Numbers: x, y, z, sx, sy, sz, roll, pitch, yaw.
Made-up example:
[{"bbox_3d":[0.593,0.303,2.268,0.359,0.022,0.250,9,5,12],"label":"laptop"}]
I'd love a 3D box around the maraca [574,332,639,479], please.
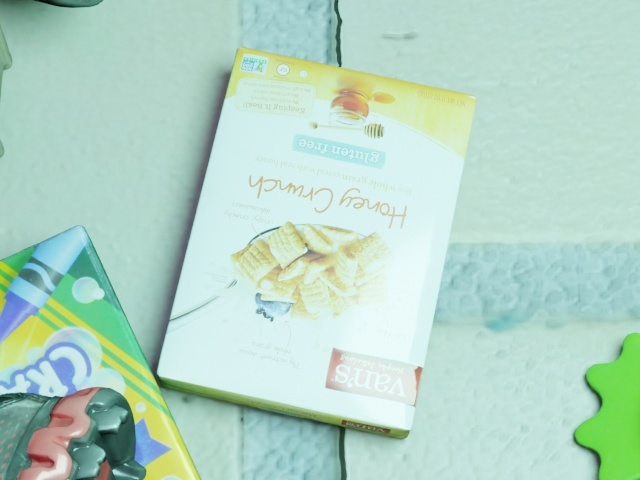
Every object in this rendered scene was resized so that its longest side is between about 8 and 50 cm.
[{"bbox_3d":[0.257,0.117,0.973,0.185,0.099,0.127,5,69,28],"label":"maraca"}]

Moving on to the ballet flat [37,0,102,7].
[{"bbox_3d":[-0.244,-0.240,1.070,0.095,0.096,0.280,-11,57,-46],"label":"ballet flat"}]

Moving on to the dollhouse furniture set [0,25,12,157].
[{"bbox_3d":[-0.345,-0.118,1.002,0.259,0.135,0.262,1,74,1],"label":"dollhouse furniture set"}]

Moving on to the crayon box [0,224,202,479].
[{"bbox_3d":[-0.173,0.178,0.951,0.203,0.083,0.323,-25,76,-8],"label":"crayon box"}]

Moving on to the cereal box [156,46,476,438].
[{"bbox_3d":[0.000,0.000,1.023,0.173,0.047,0.240,11,73,1],"label":"cereal box"}]

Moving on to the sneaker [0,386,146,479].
[{"bbox_3d":[-0.202,0.187,0.822,0.135,0.098,0.276,8,44,16],"label":"sneaker"}]
